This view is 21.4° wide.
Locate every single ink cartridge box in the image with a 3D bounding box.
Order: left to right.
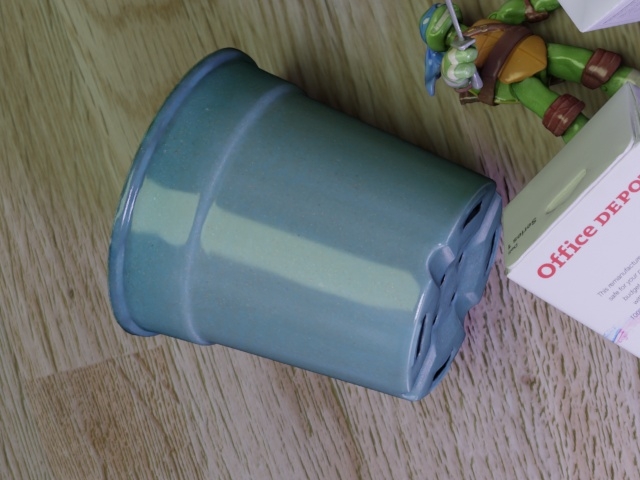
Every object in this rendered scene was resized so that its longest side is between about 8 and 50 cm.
[{"bbox_3d":[0.344,0.005,1.658,0.278,0.117,0.201,31,121,-19],"label":"ink cartridge box"}]

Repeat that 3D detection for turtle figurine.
[{"bbox_3d":[0.223,-0.208,1.721,0.266,0.198,0.274,34,121,15],"label":"turtle figurine"}]

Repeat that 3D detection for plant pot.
[{"bbox_3d":[0.000,0.000,1.845,0.334,0.341,0.341,20,110,18],"label":"plant pot"}]

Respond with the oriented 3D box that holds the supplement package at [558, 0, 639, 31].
[{"bbox_3d":[0.312,-0.339,1.597,0.198,0.263,0.199,-40,79,32],"label":"supplement package"}]
